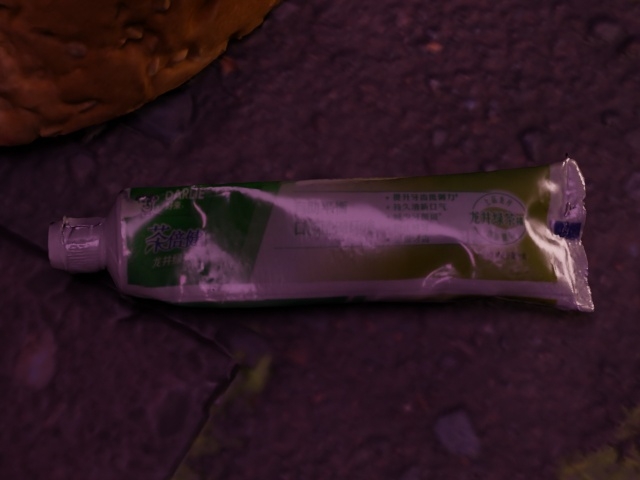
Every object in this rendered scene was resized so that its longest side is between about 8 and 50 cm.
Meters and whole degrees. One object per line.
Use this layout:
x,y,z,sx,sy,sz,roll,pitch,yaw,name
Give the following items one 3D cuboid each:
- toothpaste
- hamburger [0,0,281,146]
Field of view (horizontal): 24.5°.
0.000,0.000,0.675,0.248,0.047,0.078,-2,69,0,toothpaste
-0.085,-0.207,0.690,0.162,0.209,0.330,40,74,20,hamburger
